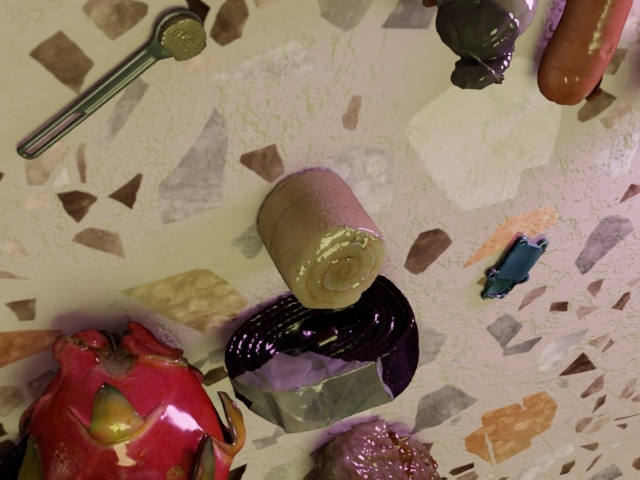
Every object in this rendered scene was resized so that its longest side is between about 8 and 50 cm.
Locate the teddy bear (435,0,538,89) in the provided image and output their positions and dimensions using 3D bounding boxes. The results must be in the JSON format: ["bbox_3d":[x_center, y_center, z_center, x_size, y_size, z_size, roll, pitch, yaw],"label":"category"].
[{"bbox_3d":[0.200,-0.313,1.240,0.251,0.144,0.171,-42,129,-13],"label":"teddy bear"}]

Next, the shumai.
[{"bbox_3d":[0.066,0.485,1.973,0.283,0.217,0.346,-19,134,38],"label":"shumai"}]

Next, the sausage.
[{"bbox_3d":[0.373,-0.355,1.348,0.094,0.094,0.419,-26,143,-40],"label":"sausage"}]

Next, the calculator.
[{"bbox_3d":[0.318,0.047,1.760,0.094,0.019,0.141,7,128,-34],"label":"calculator"}]

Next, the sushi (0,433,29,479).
[{"bbox_3d":[-0.428,0.343,1.577,0.084,0.098,0.094,-42,118,7],"label":"sushi"}]

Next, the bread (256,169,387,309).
[{"bbox_3d":[0.000,0.000,1.441,0.134,0.141,0.148,0,129,-31],"label":"bread"}]

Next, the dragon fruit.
[{"bbox_3d":[-0.256,0.242,1.432,0.305,0.305,0.225,0,108,-30],"label":"dragon fruit"}]

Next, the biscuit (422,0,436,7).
[{"bbox_3d":[0.150,-0.328,1.302,0.082,0.016,0.092,-37,132,1],"label":"biscuit"}]

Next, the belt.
[{"bbox_3d":[0.007,0.176,1.589,0.289,0.184,0.164,-19,142,-5],"label":"belt"}]

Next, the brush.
[{"bbox_3d":[-0.241,-0.171,1.222,0.266,0.027,0.062,-37,137,7],"label":"brush"}]
